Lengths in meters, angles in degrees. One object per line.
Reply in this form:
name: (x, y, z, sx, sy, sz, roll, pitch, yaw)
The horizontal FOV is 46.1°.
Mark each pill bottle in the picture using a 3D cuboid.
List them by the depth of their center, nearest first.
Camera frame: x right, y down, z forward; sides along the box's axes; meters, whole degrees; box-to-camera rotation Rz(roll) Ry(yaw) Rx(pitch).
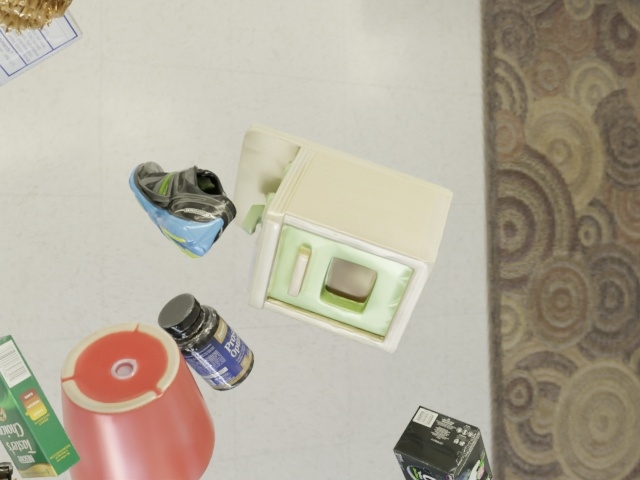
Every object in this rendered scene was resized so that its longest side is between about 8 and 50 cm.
pill bottle: (-0.247, 0.216, 1.613, 0.123, 0.123, 0.219, -49, 127, -18)

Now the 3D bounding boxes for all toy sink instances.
toy sink: (0.000, 0.000, 0.805, 0.234, 0.152, 0.131, 20, 44, 4)

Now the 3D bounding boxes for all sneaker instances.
sneaker: (-0.139, -0.041, 0.771, 0.078, 0.188, 0.067, -40, 125, -12)

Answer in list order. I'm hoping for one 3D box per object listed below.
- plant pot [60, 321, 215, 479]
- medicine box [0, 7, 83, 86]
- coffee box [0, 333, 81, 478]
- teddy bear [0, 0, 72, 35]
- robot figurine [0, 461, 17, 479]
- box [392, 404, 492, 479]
plant pot: (-0.326, 0.293, 1.310, 0.275, 0.275, 0.243, -23, 136, -24)
medicine box: (-0.551, -0.351, 1.122, 0.289, 0.149, 0.263, -32, 59, -7)
coffee box: (-0.382, 0.212, 0.945, 0.040, 0.113, 0.184, -34, 102, -45)
teddy bear: (-0.181, -0.273, 0.520, 0.113, 0.338, 0.245, 26, 111, -28)
robot figurine: (-0.393, 0.414, 0.892, 0.085, 0.211, 0.291, 0, 116, -25)
box: (0.110, 0.198, 0.666, 0.052, 0.062, 0.083, -50, 137, -30)
